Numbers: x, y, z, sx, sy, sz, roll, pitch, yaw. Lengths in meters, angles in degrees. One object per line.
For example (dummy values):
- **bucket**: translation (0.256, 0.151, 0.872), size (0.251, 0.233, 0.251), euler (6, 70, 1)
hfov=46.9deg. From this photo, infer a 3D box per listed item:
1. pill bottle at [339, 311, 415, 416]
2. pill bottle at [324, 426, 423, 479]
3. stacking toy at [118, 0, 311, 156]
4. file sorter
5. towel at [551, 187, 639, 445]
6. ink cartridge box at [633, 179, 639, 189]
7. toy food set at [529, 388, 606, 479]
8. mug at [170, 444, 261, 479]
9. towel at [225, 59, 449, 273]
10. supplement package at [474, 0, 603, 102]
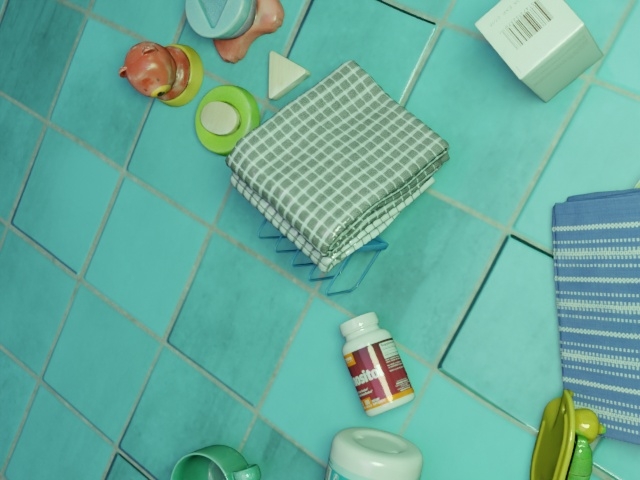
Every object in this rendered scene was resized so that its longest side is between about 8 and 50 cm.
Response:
- **pill bottle**: translation (0.086, 0.197, 1.180), size (0.086, 0.086, 0.152), euler (-28, 76, 25)
- **pill bottle**: translation (0.067, 0.439, 1.151), size (0.146, 0.146, 0.264), euler (13, 96, 28)
- **stacking toy**: translation (-0.196, -0.318, 1.317), size (0.309, 0.130, 0.280), euler (-43, 70, 21)
- **file sorter**: translation (0.000, 0.000, 1.214), size (0.170, 0.118, 0.105), euler (39, 110, 23)
- **towel**: translation (0.412, 0.098, 0.973), size (0.243, 0.040, 0.336), euler (-6, 87, 61)
- **ink cartridge box**: translation (0.534, -0.089, 0.966), size (0.171, 0.056, 0.235), euler (39, 111, 24)
- **toy food set**: translation (0.341, 0.315, 1.016), size (0.071, 0.128, 0.218), euler (11, 103, 1)
- **mug**: translation (-0.175, 0.434, 1.307), size (0.157, 0.097, 0.130), euler (14, 95, 27)
- **towel**: translation (0.031, -0.123, 1.124), size (0.283, 0.121, 0.235), euler (-40, 66, -19)
- **supplement package**: translation (0.306, -0.276, 1.020), size (0.105, 0.179, 0.105), euler (-41, 71, 21)
